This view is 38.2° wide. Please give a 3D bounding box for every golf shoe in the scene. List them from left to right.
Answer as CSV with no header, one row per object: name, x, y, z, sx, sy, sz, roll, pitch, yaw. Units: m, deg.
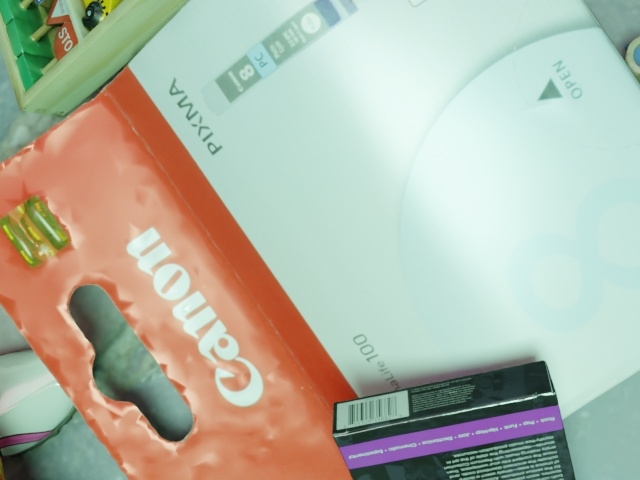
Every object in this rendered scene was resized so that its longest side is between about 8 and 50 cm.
golf shoe,-0.247,0.122,0.628,0.186,0.086,0.067,-25,72,7

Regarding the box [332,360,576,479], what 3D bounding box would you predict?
box,0.084,0.142,0.517,0.116,0.162,0.029,-13,34,11

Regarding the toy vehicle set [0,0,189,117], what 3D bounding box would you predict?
toy vehicle set,-0.165,-0.234,0.591,0.166,0.035,0.267,-33,69,29

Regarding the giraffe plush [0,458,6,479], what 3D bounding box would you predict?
giraffe plush,-0.193,0.209,0.549,0.181,0.170,0.210,-33,34,27

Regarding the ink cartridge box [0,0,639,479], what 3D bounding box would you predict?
ink cartridge box,0.000,0.000,0.535,0.385,0.091,0.308,-34,95,4

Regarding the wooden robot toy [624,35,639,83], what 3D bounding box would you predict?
wooden robot toy,0.235,-0.128,0.559,0.173,0.079,0.076,-42,73,3
